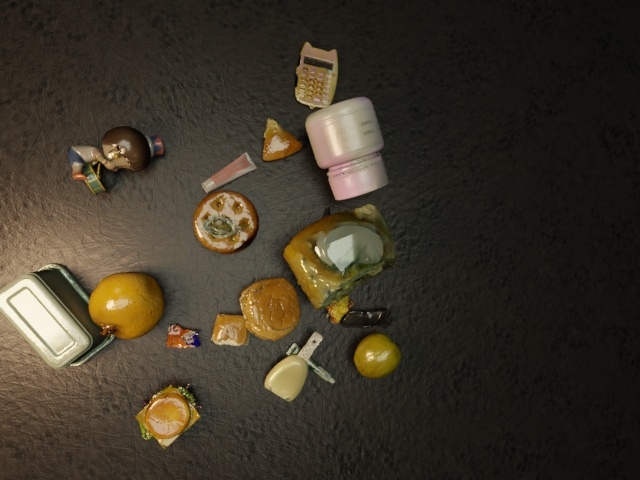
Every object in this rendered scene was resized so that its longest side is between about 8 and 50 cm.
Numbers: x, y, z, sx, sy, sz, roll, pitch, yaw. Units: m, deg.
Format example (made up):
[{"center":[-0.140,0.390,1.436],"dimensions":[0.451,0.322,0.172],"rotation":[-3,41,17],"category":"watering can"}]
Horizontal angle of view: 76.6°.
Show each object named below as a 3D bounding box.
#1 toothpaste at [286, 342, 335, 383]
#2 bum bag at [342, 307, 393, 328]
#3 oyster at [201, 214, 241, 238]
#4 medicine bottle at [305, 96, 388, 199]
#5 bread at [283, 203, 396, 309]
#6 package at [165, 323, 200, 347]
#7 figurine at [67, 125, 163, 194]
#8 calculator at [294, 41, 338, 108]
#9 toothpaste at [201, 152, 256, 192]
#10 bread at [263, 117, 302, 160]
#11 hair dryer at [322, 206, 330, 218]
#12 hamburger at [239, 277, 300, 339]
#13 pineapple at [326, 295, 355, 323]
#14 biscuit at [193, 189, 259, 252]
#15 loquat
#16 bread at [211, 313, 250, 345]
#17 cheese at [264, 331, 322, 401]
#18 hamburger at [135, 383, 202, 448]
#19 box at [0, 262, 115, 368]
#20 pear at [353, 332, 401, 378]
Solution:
[{"center":[-0.028,0.439,1.427],"dimensions":[0.204,0.031,0.049],"rotation":[39,77,-7],"category":"toothpaste"},{"center":[0.172,0.281,1.476],"dimensions":[0.198,0.049,0.087],"rotation":[2,127,-15],"category":"bum bag"},{"center":[-0.326,-0.043,1.320],"dimensions":[0.100,0.037,0.098],"rotation":[40,58,10],"category":"oyster"},{"center":[0.100,-0.312,1.399],"dimensions":[0.241,0.241,0.301],"rotation":[-21,101,-14],"category":"medicine bottle"},{"center":[0.104,0.029,1.308],"dimensions":[0.395,0.264,0.239],"rotation":[-26,78,-18],"category":"bread"},{"center":[-0.448,0.316,1.330],"dimensions":[0.111,0.033,0.077],"rotation":[5,109,0],"category":"package"},{"center":[-0.631,-0.264,1.266],"dimensions":[0.276,0.161,0.158],"rotation":[-29,117,-13],"category":"figurine"},{"center":[-0.017,-0.600,1.499],"dimensions":[0.157,0.033,0.236],"rotation":[9,86,-14],"category":"calculator"},{"center":[-0.317,-0.230,1.396],"dimensions":[0.194,0.043,0.067],"rotation":[-35,93,-20],"category":"toothpaste"},{"center":[-0.160,-0.338,1.435],"dimensions":[0.154,0.054,0.136],"rotation":[38,81,-6],"category":"bread"},{"center":[0.000,0.000,1.455],"dimensions":[0.128,0.070,0.255],"rotation":[6,78,-13],"category":"hair dryer"},{"center":[-0.163,0.228,1.351],"dimensions":[0.214,0.108,0.213],"rotation":[12,68,-32],"category":"hamburger"},{"center":[0.068,0.228,1.454],"dimensions":[0.116,0.069,0.137],"rotation":[2,95,-19],"category":"pineapple"},{"center":[-0.315,-0.062,1.369],"dimensions":[0.221,0.066,0.220],"rotation":[1,87,-15],"category":"biscuit"},{"center":[-0.579,0.191,1.214],"dimensions":[0.208,0.208,0.208],"rotation":[1,86,-14],"category":"loquat"},{"center":[-0.292,0.297,1.343],"dimensions":[0.125,0.082,0.106],"rotation":[8,89,-11],"category":"bread"},{"center":[-0.077,0.420,1.383],"dimensions":[0.127,0.054,0.251],"rotation":[35,90,-11],"category":"cheese"},{"center":[-0.476,0.543,1.276],"dimensions":[0.190,0.093,0.164],"rotation":[-29,92,-16],"category":"hamburger"},{"center":[-0.771,0.223,1.177],"dimensions":[0.175,0.182,0.312],"rotation":[-39,95,-13],"category":"box"},{"center":[0.198,0.407,1.431],"dimensions":[0.162,0.149,0.148],"rotation":[-34,95,4],"category":"pear"}]
